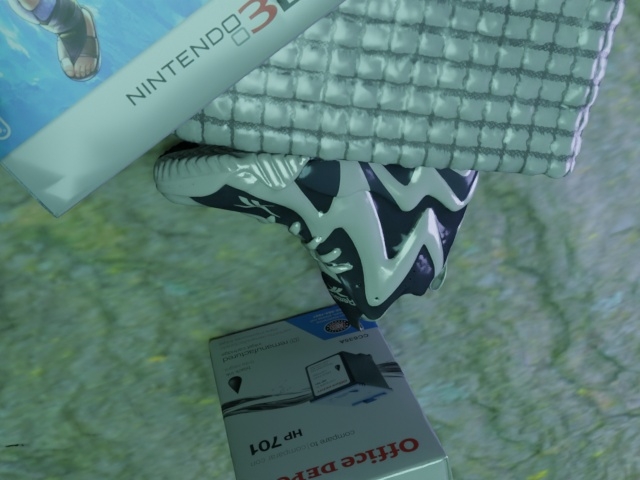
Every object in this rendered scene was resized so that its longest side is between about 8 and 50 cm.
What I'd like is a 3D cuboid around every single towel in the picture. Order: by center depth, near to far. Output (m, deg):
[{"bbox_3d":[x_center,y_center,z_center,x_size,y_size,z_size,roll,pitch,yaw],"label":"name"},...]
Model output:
[{"bbox_3d":[0.045,-0.173,0.457,0.283,0.121,0.235,2,115,-15],"label":"towel"}]

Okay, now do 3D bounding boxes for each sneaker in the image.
[{"bbox_3d":[0.000,0.000,0.547,0.235,0.094,0.153,-6,111,-25],"label":"sneaker"}]

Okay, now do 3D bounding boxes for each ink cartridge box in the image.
[{"bbox_3d":[0.001,0.142,0.567,0.139,0.191,0.082,-15,120,-8],"label":"ink cartridge box"}]

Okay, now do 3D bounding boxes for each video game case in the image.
[{"bbox_3d":[-0.107,-0.183,0.311,0.244,0.061,0.269,-37,118,4],"label":"video game case"}]
